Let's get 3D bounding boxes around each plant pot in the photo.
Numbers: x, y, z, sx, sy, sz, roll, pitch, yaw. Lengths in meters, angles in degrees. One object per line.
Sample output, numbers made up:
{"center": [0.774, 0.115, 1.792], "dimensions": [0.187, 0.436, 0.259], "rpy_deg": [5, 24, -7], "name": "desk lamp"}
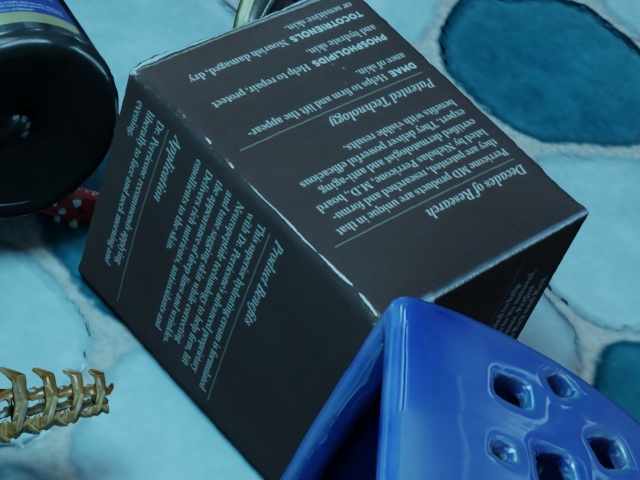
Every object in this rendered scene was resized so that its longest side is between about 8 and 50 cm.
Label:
{"center": [0.080, 0.202, 0.791], "dimensions": [0.212, 0.236, 0.236], "rpy_deg": [19, 44, -12], "name": "plant pot"}

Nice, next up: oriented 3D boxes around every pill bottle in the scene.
{"center": [-0.209, -0.120, 1.041], "dimensions": [0.122, 0.123, 0.219], "rpy_deg": [-7, 38, -27], "name": "pill bottle"}

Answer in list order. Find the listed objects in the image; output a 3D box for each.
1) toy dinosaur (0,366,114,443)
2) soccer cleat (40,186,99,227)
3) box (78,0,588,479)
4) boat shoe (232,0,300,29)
{"center": [-0.277, 0.047, 0.888], "dimensions": [0.322, 0.164, 0.218], "rpy_deg": [23, 57, -25], "name": "toy dinosaur"}
{"center": [-0.164, -0.029, 1.052], "dimensions": [0.083, 0.029, 0.036], "rpy_deg": [3, 52, -12], "name": "soccer cleat"}
{"center": [0.000, 0.000, 0.987], "dimensions": [0.167, 0.168, 0.203], "rpy_deg": [-27, 62, -38], "name": "box"}
{"center": [-0.017, -0.174, 1.224], "dimensions": [0.049, 0.056, 0.152], "rpy_deg": [22, 44, 7], "name": "boat shoe"}
